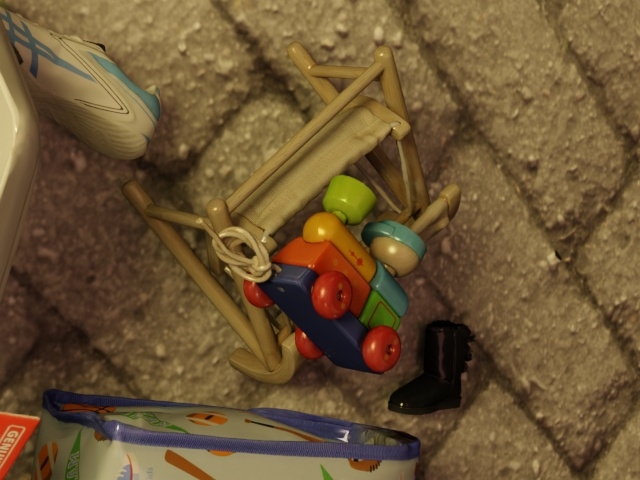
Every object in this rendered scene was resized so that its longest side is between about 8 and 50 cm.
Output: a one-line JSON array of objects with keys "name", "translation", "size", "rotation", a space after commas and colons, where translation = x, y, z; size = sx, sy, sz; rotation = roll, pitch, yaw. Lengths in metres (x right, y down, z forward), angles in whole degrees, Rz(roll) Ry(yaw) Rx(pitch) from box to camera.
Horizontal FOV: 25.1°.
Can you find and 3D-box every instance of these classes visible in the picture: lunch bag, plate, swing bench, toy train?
[{"name": "lunch bag", "translation": [-0.091, 0.325, 1.384], "size": [0.385, 0.239, 0.327], "rotation": [8, 92, -31]}, {"name": "plate", "translation": [-0.271, -0.057, 1.081], "size": [0.045, 0.278, 0.277], "rotation": [3, 130, -30]}, {"name": "swing bench", "translation": [-0.009, -0.022, 1.424], "size": [0.253, 0.165, 0.254], "rotation": [-44, 122, -24]}, {"name": "toy train", "translation": [0.000, 0.000, 1.272], "size": [0.248, 0.105, 0.143], "rotation": [48, 60, -39]}]

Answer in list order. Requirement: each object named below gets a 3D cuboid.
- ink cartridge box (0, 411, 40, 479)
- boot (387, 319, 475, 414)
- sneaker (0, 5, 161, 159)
[{"name": "ink cartridge box", "translation": [-0.365, 0.222, 1.056], "size": [0.239, 0.060, 0.275], "rotation": [16, 122, -34]}, {"name": "boot", "translation": [0.126, 0.144, 1.635], "size": [0.121, 0.045, 0.099], "rotation": [-3, 102, -45]}, {"name": "sneaker", "translation": [-0.244, -0.157, 1.280], "size": [0.237, 0.085, 0.086], "rotation": [33, 52, -33]}]
